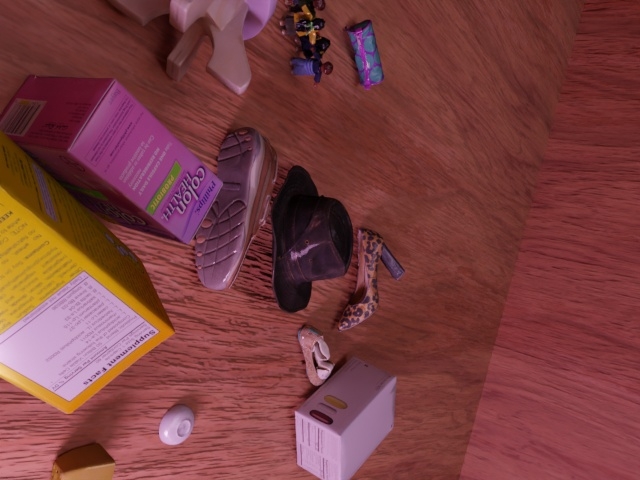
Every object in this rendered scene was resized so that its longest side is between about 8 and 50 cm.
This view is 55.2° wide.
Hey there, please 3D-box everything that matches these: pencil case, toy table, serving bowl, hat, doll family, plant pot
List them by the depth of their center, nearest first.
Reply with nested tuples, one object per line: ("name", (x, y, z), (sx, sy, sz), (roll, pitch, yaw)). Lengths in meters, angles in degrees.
("toy table", (-0.188, -0.369, 0.976), (0.161, 0.252, 0.274), (-58, 176, -17))
("plant pot", (-0.411, 0.404, 1.045), (0.083, 0.081, 0.081), (8, 94, -42))
("serving bowl", (-0.286, 0.377, 1.241), (0.083, 0.027, 0.083), (-20, 116, -48))
("doll family", (-0.021, -0.419, 1.274), (0.076, 0.111, 0.193), (-46, 134, -35))
("hat", (0.000, 0.000, 1.359), (0.331, 0.134, 0.331), (3, 90, -73))
("pencil case", (0.109, -0.449, 1.477), (0.070, 0.064, 0.151), (-63, 144, -44))

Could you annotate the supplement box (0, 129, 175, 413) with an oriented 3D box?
("supplement box", (-0.391, 0.037, 0.805), (0.194, 0.195, 0.356), (-37, 135, -3))

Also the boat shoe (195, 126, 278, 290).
("boat shoe", (-0.151, -0.055, 1.212), (0.116, 0.123, 0.324), (18, 87, -56))

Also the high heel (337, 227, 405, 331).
("high heel", (0.093, 0.102, 1.643), (0.261, 0.093, 0.186), (-47, 113, -17))

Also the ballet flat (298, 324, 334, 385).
("ballet flat", (-0.003, 0.304, 1.559), (0.073, 0.067, 0.206), (-48, 136, -36))

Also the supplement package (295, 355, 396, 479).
("supplement package", (0.071, 0.478, 1.629), (0.262, 0.145, 0.204), (-35, 134, -43))

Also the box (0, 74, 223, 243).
("box", (-0.309, -0.117, 0.901), (0.243, 0.214, 0.117), (46, 64, -50))
